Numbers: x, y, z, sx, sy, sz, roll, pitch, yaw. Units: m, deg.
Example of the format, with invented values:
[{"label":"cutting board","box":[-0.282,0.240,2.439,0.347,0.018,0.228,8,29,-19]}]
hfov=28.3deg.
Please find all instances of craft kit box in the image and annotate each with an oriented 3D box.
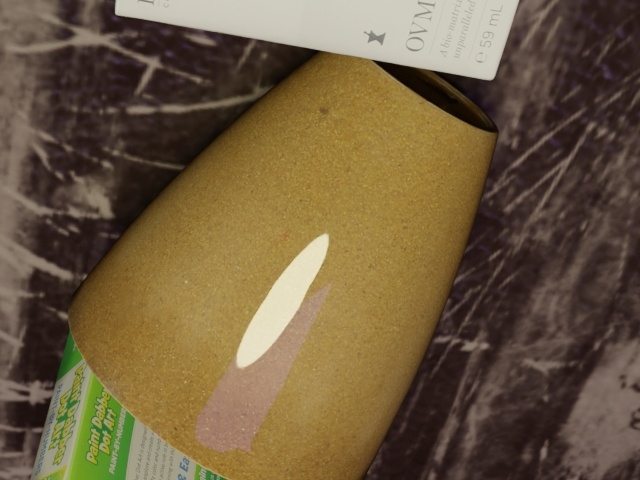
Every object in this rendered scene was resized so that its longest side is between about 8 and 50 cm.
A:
[{"label":"craft kit box","box":[-0.095,0.187,0.948,0.061,0.250,0.246,-35,119,25]}]

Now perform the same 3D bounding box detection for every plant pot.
[{"label":"plant pot","box":[0.000,0.000,0.840,0.237,0.237,0.254,29,108,-20]}]

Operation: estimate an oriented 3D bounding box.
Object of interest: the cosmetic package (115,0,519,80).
[{"label":"cosmetic package","box":[0.013,-0.231,0.700,0.225,0.138,0.224,9,127,-5]}]
